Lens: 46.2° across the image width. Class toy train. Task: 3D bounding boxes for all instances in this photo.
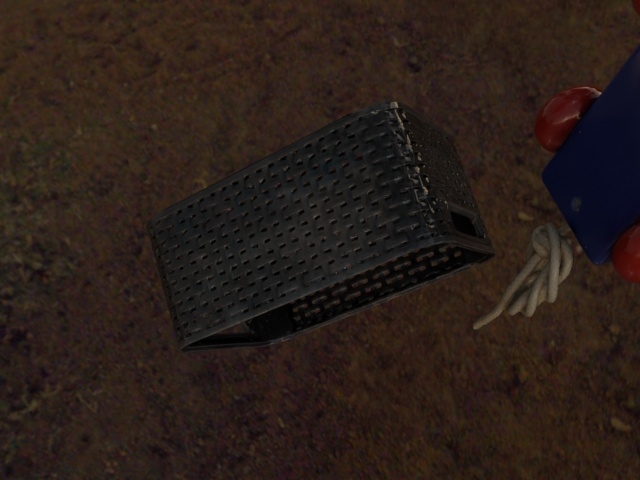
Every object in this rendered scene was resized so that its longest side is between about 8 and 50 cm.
[{"bbox_3d":[0.190,-0.031,0.395,0.143,0.248,0.105,-5,55,-23],"label":"toy train"}]

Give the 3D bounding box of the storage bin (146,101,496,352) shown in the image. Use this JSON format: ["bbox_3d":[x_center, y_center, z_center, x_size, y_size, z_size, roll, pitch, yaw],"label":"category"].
[{"bbox_3d":[0.000,0.000,0.461,0.180,0.122,0.084,-25,74,23],"label":"storage bin"}]
